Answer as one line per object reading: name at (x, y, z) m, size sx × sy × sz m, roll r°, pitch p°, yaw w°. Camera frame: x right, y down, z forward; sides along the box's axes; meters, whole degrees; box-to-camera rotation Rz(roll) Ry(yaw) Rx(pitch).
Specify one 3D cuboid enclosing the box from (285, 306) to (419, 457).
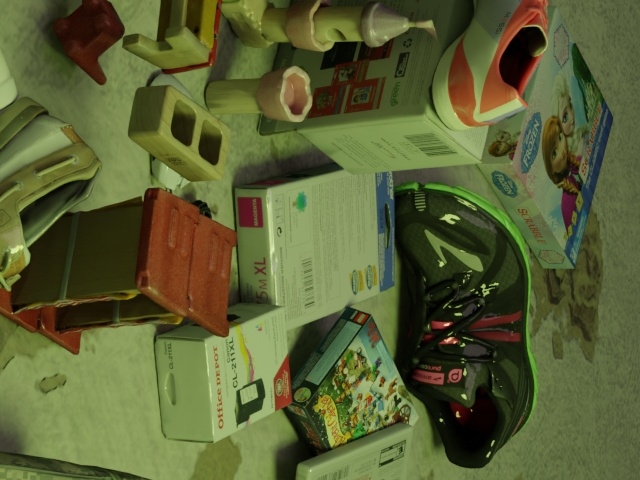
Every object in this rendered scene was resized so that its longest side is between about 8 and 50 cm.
box at (0.043, 0.221, 2.241) m, size 0.159 × 0.044 × 0.233 m, roll -53°, pitch 141°, yaw -25°

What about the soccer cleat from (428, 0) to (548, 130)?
soccer cleat at (0.229, -0.265, 1.982) m, size 0.108 × 0.116 × 0.318 m, roll 45°, pitch 55°, yaw -37°

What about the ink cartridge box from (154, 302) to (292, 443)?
ink cartridge box at (-0.112, 0.155, 2.003) m, size 0.175 × 0.072 × 0.127 m, roll -21°, pitch 110°, yaw -58°

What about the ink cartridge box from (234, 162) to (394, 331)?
ink cartridge box at (0.000, 0.000, 2.196) m, size 0.311 × 0.065 × 0.186 m, roll -17°, pitch 107°, yaw -55°

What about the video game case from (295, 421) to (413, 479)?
video game case at (0.036, 0.361, 2.234) m, size 0.227 × 0.026 × 0.206 m, roll -14°, pitch 117°, yaw -50°

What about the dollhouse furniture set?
dollhouse furniture set at (-0.195, -0.086, 1.748) m, size 0.152 × 0.201 × 0.374 m, roll 35°, pitch 55°, yaw -54°

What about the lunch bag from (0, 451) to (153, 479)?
lunch bag at (-0.292, 0.341, 1.574) m, size 0.256 × 0.212 × 0.305 m, roll 24°, pitch 70°, yaw -58°

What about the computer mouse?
computer mouse at (-0.163, -0.095, 1.938) m, size 0.106 × 0.042 × 0.193 m, roll -17°, pitch 106°, yaw -57°

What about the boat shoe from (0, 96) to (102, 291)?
boat shoe at (-0.317, -0.005, 1.571) m, size 0.302 × 0.103 × 0.113 m, roll -55°, pitch 175°, yaw -29°

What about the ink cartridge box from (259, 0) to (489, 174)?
ink cartridge box at (0.089, -0.250, 2.118) m, size 0.130 × 0.272 × 0.309 m, roll 34°, pitch 63°, yaw -44°

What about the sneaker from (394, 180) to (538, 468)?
sneaker at (0.206, 0.127, 2.429) m, size 0.202 × 0.185 × 0.483 m, roll -56°, pitch 136°, yaw -47°

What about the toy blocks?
toy blocks at (-0.023, -0.334, 1.950) m, size 0.288 × 0.260 × 0.309 m, roll 55°, pitch 46°, yaw -43°

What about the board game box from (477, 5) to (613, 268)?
board game box at (0.382, -0.168, 2.823) m, size 0.318 × 0.066 × 0.319 m, roll 50°, pitch 49°, yaw -47°

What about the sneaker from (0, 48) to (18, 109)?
sneaker at (-0.383, -0.143, 1.523) m, size 0.290 × 0.106 × 0.123 m, roll -48°, pitch 129°, yaw -62°
